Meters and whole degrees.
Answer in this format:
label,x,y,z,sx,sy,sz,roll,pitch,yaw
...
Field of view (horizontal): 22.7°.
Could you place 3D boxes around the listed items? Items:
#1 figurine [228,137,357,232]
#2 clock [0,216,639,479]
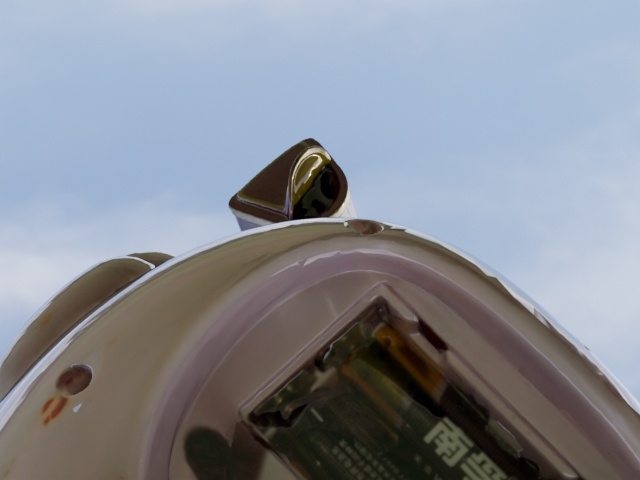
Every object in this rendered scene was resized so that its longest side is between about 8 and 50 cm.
label,x,y,z,sx,sy,sz,roll,pitch,yaw
figurine,0.000,-0.001,1.135,0.082,0.154,0.098,-39,-128,-18
clock,-0.026,0.180,0.660,0.376,0.250,0.368,-41,-104,-19
